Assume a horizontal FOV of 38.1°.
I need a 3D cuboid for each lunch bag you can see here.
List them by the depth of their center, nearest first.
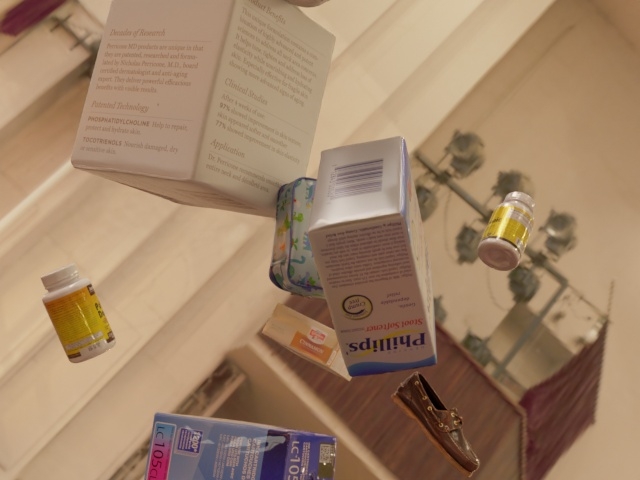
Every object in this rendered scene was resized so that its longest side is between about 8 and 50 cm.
[{"bbox_3d":[0.000,0.000,1.753,0.176,0.219,0.090,10,-15,-27],"label":"lunch bag"}]

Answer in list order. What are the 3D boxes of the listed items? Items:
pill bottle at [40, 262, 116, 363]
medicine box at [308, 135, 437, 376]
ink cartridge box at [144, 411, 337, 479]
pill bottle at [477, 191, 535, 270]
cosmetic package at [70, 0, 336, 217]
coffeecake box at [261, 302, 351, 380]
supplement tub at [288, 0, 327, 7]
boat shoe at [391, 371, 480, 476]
[{"bbox_3d":[-0.563,0.165,2.137,0.117,0.117,0.215,-8,-74,62],"label":"pill bottle"},{"bbox_3d":[0.091,0.023,1.501,0.149,0.263,0.289,-10,-59,11],"label":"medicine box"},{"bbox_3d":[-0.128,0.457,1.632,0.395,0.270,0.151,-1,-13,36],"label":"ink cartridge box"},{"bbox_3d":[0.282,-0.016,1.387,0.065,0.116,0.065,20,-36,15],"label":"pill bottle"},{"bbox_3d":[-0.219,-0.277,1.809,0.327,0.394,0.329,9,-7,35],"label":"cosmetic package"},{"bbox_3d":[-0.011,0.196,1.775,0.142,0.068,0.185,25,-9,22],"label":"coffeecake box"},{"bbox_3d":[0.013,-0.524,1.727,0.144,0.199,0.144,16,-57,27],"label":"supplement tub"},{"bbox_3d":[0.211,0.319,1.632,0.207,0.073,0.073,47,6,30],"label":"boat shoe"}]
